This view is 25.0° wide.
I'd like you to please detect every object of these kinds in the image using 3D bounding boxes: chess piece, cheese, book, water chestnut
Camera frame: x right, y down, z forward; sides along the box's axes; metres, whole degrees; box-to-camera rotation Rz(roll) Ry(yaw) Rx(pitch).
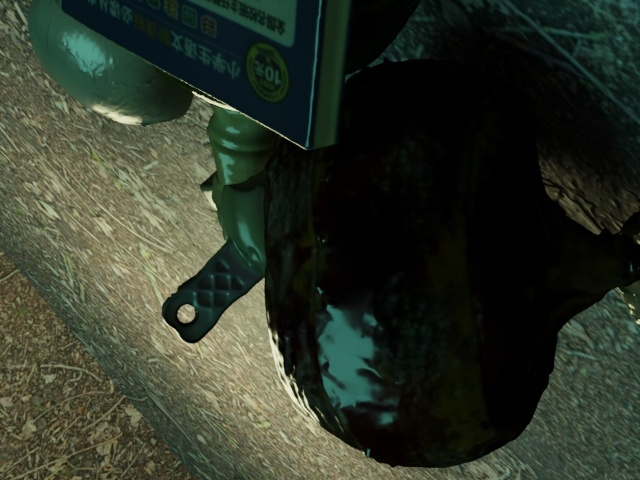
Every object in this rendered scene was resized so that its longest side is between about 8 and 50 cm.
[{"bbox_3d":[-0.085,-0.096,1.532,0.090,0.090,0.200,33,130,31],"label":"chess piece"},{"bbox_3d":[-0.235,-0.227,1.602,0.198,0.154,0.189,39,156,17],"label":"cheese"},{"bbox_3d":[-0.048,-0.010,1.462,0.163,0.286,0.082,52,166,-17],"label":"cheese"},{"bbox_3d":[-0.082,-0.304,0.988,0.300,0.039,0.428,32,131,34],"label":"book"},{"bbox_3d":[0.114,0.013,1.198,0.302,0.350,0.350,-1,142,19],"label":"water chestnut"}]

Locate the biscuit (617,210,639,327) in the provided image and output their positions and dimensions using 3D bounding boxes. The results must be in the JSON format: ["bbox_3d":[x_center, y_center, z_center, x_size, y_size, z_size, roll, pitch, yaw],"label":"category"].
[{"bbox_3d":[0.307,0.029,1.174,0.141,0.038,0.290,46,162,-5],"label":"biscuit"}]

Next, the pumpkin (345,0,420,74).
[{"bbox_3d":[-0.016,-0.230,1.120,0.223,0.157,0.224,35,143,32],"label":"pumpkin"}]

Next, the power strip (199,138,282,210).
[{"bbox_3d":[-0.064,-0.071,1.668,0.053,0.093,0.288,52,160,-19],"label":"power strip"}]

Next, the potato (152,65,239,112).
[{"bbox_3d":[-0.071,-0.201,1.332,0.248,0.143,0.169,17,145,39],"label":"potato"}]
